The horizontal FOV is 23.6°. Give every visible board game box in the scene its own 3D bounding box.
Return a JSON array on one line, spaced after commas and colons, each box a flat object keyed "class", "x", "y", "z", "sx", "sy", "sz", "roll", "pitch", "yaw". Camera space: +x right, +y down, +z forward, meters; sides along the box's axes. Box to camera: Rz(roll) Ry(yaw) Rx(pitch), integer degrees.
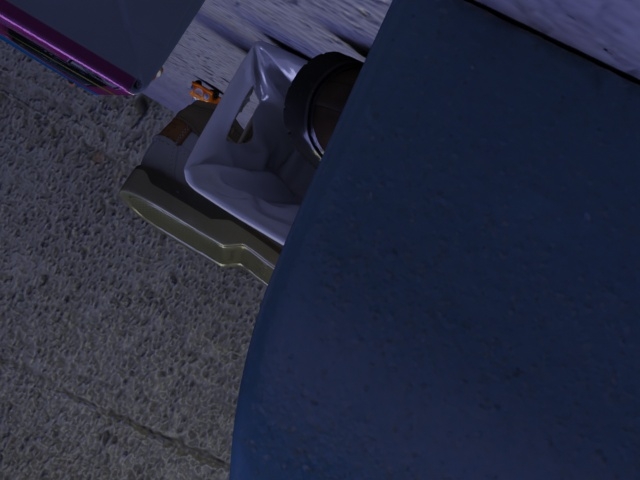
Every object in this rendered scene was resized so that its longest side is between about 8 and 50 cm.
[{"class": "board game box", "x": -0.175, "y": -0.167, "z": 0.790, "sx": 0.224, "sy": 0.097, "sz": 0.303, "roll": 31, "pitch": 180, "yaw": -12}]

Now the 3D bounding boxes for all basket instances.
[{"class": "basket", "x": 0.014, "y": -0.043, "z": 1.029, "sx": 0.167, "sy": 0.113, "sz": 0.103, "roll": 30, "pitch": -177, "yaw": 22}]

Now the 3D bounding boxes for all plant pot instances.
[{"class": "plant pot", "x": 0.102, "y": 0.087, "z": 0.632, "sx": 0.247, "sy": 0.252, "sz": 0.248, "roll": 31, "pitch": 179, "yaw": 24}]

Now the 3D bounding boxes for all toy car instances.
[{"class": "toy car", "x": -0.101, "y": -0.140, "z": 1.783, "sx": 0.122, "sy": 0.040, "sz": 0.060, "roll": 31, "pitch": 179, "yaw": 12}]

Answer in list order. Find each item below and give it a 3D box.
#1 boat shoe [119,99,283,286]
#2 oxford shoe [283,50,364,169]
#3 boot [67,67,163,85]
[{"class": "boat shoe", "x": 0.000, "y": 0.000, "z": 1.182, "sx": 0.302, "sy": 0.103, "sz": 0.113, "roll": 32, "pitch": 166, "yaw": -6}, {"class": "oxford shoe", "x": 0.082, "y": -0.022, "z": 0.871, "sx": 0.227, "sy": 0.082, "sz": 0.096, "roll": 30, "pitch": 176, "yaw": -40}, {"class": "boot", "x": -0.250, "y": -0.205, "z": 1.743, "sx": 0.059, "sy": 0.084, "sz": 0.158, "roll": 28, "pitch": 179, "yaw": 45}]
